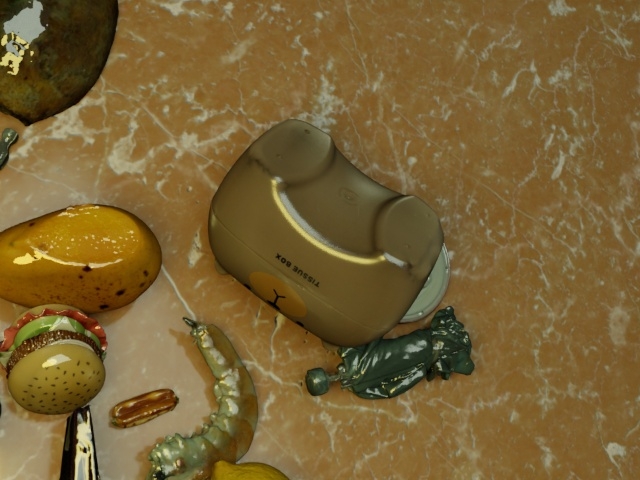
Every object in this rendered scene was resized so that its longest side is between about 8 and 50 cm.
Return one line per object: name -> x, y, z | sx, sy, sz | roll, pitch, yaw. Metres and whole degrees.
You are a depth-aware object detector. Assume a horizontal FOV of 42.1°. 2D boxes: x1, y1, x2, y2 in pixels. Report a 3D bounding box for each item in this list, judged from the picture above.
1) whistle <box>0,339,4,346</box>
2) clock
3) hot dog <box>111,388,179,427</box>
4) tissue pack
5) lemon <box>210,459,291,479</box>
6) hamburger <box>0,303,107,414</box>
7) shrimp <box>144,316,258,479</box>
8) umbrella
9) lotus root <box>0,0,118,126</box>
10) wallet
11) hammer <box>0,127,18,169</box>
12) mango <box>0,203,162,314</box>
whistle -> -0.531, 0.185, 1.343 | 0.176, 0.033, 0.033 | -21, 83, -26
clock -> 0.148, 0.045, 1.653 | 0.244, 0.056, 0.245 | 7, 73, -21
hot dog -> -0.297, 0.285, 1.411 | 0.122, 0.037, 0.049 | -12, 68, -30
tissue pack -> 0.000, 0.000, 1.467 | 0.387, 0.277, 0.267 | 35, 39, 2
lemon -> -0.109, 0.465, 1.348 | 0.186, 0.187, 0.244 | -30, 94, -27
hamburger -> -0.413, 0.193, 1.297 | 0.175, 0.175, 0.137 | -3, 37, -23
shrimp -> -0.185, 0.290, 1.421 | 0.185, 0.068, 0.287 | 24, 72, -33
umbrella -> 0.129, 0.226, 1.569 | 0.348, 0.094, 0.143 | -13, 86, -23
lotus root -> -0.478, -0.366, 1.469 | 0.210, 0.142, 0.314 | 26, 68, -15
wallet -> -0.363, 0.387, 1.248 | 0.071, 0.221, 0.262 | 0, 75, -17
hammer -> -0.668, -0.191, 1.398 | 0.287, 0.033, 0.111 | 24, 66, -14
mango -> -0.406, 0.038, 1.349 | 0.290, 0.191, 0.160 | -2, 62, -27
